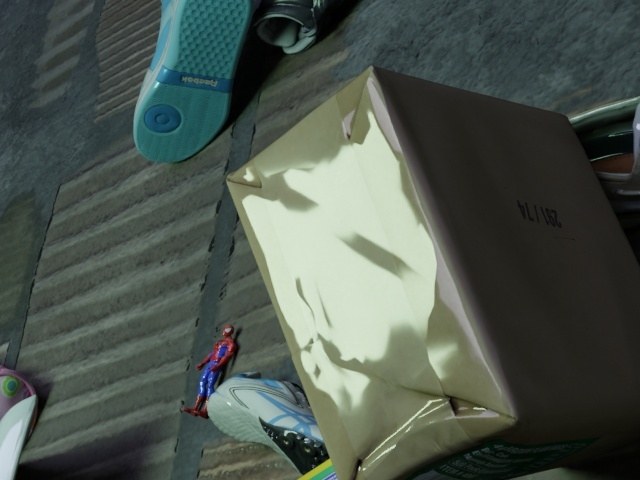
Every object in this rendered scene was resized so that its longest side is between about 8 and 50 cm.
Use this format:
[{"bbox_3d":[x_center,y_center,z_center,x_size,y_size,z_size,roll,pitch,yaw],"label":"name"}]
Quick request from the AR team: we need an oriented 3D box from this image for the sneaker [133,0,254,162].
[{"bbox_3d":[-0.180,-0.277,1.917,0.208,0.127,0.319,-103,34,-49],"label":"sneaker"}]

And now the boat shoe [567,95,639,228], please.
[{"bbox_3d":[0.318,-0.080,1.251,0.302,0.103,0.113,-16,48,39],"label":"boat shoe"}]

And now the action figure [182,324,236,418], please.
[{"bbox_3d":[-0.129,0.153,1.648,0.038,0.030,0.115,0,60,54],"label":"action figure"}]

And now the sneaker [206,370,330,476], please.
[{"bbox_3d":[-0.027,0.192,1.461,0.086,0.085,0.237,-41,37,-25],"label":"sneaker"}]

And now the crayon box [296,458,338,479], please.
[{"bbox_3d":[0.024,0.299,1.311,0.278,0.081,0.165,-36,41,25],"label":"crayon box"}]

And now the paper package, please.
[{"bbox_3d":[0.125,0.039,1.130,0.168,0.325,0.309,-34,67,31],"label":"paper package"}]

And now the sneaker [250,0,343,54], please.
[{"bbox_3d":[-0.057,-0.343,1.888,0.269,0.101,0.153,21,80,54],"label":"sneaker"}]

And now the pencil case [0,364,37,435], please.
[{"bbox_3d":[-0.510,0.217,1.956,0.284,0.124,0.124,11,72,51],"label":"pencil case"}]

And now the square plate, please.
[{"bbox_3d":[-0.421,0.383,1.646,0.344,0.049,0.347,127,159,-62],"label":"square plate"}]
